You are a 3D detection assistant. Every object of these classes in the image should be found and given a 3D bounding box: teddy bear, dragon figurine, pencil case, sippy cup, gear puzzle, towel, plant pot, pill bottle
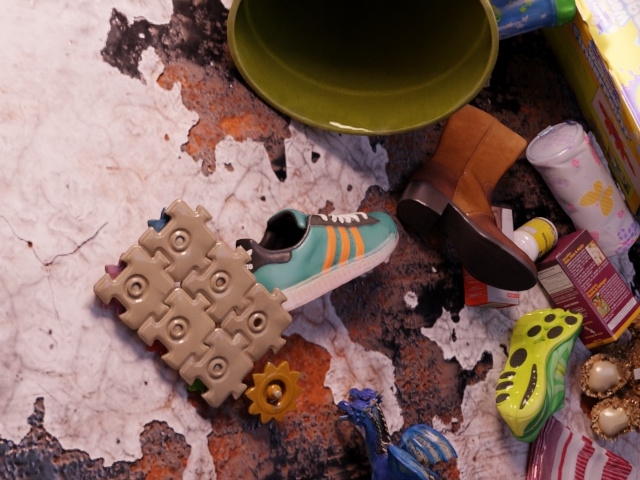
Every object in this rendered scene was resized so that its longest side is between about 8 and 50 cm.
[{"bbox_3d":[0.600,0.250,2.216,0.338,0.113,0.245,-45,109,-35],"label":"teddy bear"},{"bbox_3d":[0.134,0.319,1.627,0.085,0.289,0.144,-30,140,-44],"label":"dragon figurine"},{"bbox_3d":[0.493,-0.092,2.170,0.113,0.124,0.273,-40,113,-6],"label":"pencil case"},{"bbox_3d":[0.269,-0.423,1.901,0.305,0.224,0.240,61,5,-60],"label":"sippy cup"},{"bbox_3d":[-0.132,0.108,1.490,0.175,0.044,0.339,-49,118,-15],"label":"gear puzzle"},{"bbox_3d":[0.469,0.470,2.063,0.329,0.037,0.237,33,59,-37],"label":"towel"},{"bbox_3d":[0.073,-0.402,1.664,0.366,0.366,0.353,38,44,-34],"label":"plant pot"},{"bbox_3d":[0.365,0.007,2.045,0.116,0.065,0.065,-29,102,-45],"label":"pill bottle"}]

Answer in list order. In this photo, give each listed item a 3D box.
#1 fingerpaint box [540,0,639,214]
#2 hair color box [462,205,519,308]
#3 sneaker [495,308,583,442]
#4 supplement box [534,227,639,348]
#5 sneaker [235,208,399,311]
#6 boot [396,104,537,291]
[{"bbox_3d":[0.540,-0.310,2.021,0.371,0.163,0.445,51,16,-74],"label":"fingerpaint box"},{"bbox_3d":[0.286,0.028,1.965,0.093,0.053,0.167,7,74,-45],"label":"hair color box"},{"bbox_3d":[0.373,0.225,1.991,0.295,0.109,0.124,-53,140,-41],"label":"sneaker"},{"bbox_3d":[0.482,0.088,2.098,0.104,0.081,0.188,-39,95,-34],"label":"supplement box"},{"bbox_3d":[0.000,0.000,1.630,0.302,0.108,0.121,-29,106,-45],"label":"sneaker"},{"bbox_3d":[0.280,-0.074,1.915,0.264,0.096,0.280,30,49,5],"label":"boot"}]
